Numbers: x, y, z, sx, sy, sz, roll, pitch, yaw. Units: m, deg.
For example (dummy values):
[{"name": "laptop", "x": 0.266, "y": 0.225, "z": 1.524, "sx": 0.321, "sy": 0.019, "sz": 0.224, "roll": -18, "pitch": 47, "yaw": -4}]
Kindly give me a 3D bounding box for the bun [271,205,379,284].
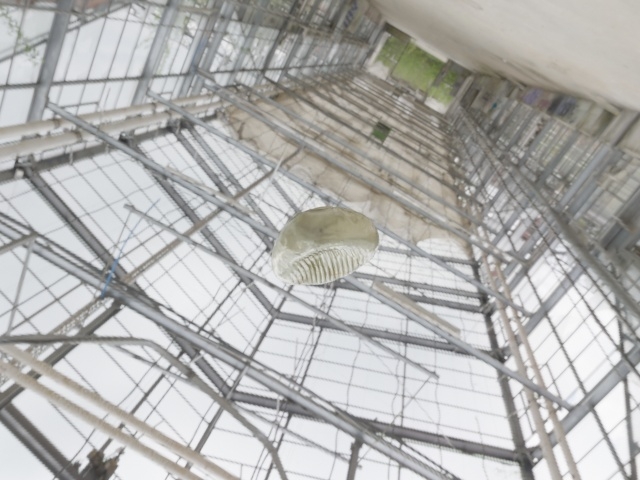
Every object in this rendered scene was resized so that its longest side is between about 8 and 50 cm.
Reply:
[{"name": "bun", "x": 0.000, "y": 0.000, "z": 0.808, "sx": 0.183, "sy": 0.183, "sz": 0.102, "roll": 7, "pitch": -126, "yaw": -43}]
